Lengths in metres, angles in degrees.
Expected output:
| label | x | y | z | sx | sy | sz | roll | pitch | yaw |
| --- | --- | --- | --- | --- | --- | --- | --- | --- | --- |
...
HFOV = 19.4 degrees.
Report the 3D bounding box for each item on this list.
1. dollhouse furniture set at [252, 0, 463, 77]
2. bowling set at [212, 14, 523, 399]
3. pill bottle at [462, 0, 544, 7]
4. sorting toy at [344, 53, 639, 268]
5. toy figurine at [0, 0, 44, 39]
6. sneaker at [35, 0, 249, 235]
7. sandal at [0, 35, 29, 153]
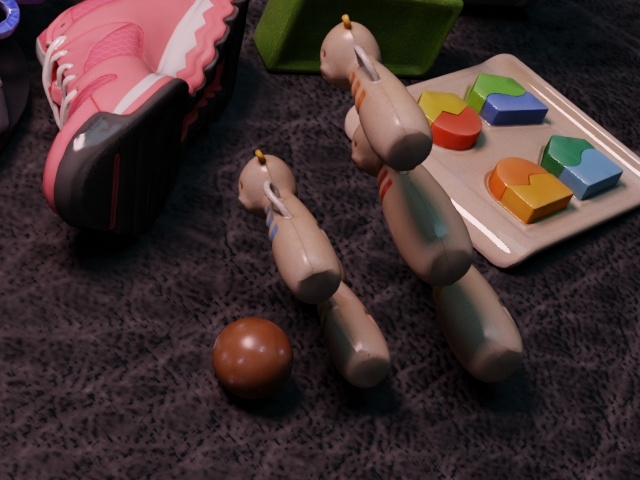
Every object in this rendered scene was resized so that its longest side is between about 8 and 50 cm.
| label | x | y | z | sx | sy | sz | roll | pitch | yaw |
| --- | --- | --- | --- | --- | --- | --- | --- | --- | --- |
| dollhouse furniture set | 0.047 | -0.306 | 1.511 | 0.151 | 0.301 | 0.197 | 3 | 45 | -27 |
| bowling set | 0.000 | 0.000 | 1.246 | 0.200 | 0.287 | 0.154 | -25 | 43 | -2 |
| pill bottle | 0.135 | -0.250 | 1.668 | 0.137 | 0.078 | 0.078 | 0 | 44 | -26 |
| sorting toy | 0.151 | -0.075 | 1.506 | 0.193 | 0.038 | 0.208 | 43 | 43 | 23 |
| toy figurine | -0.244 | -0.228 | 1.407 | 0.363 | 0.191 | 0.217 | -3 | 59 | -28 |
| sneaker | -0.156 | -0.104 | 1.358 | 0.136 | 0.116 | 0.314 | 16 | 31 | 8 |
| sandal | -0.257 | -0.090 | 1.314 | 0.097 | 0.054 | 0.254 | 13 | 40 | -12 |
